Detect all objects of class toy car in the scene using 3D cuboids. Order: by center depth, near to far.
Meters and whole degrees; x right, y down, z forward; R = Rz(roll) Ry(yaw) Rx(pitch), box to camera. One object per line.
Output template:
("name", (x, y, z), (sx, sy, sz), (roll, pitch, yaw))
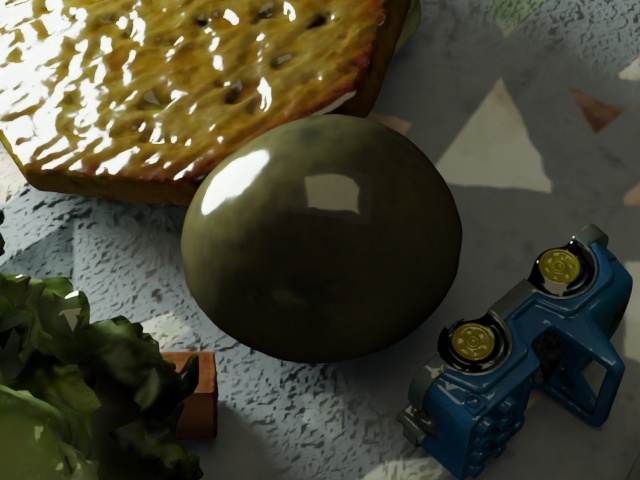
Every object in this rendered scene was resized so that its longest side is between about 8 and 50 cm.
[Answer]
("toy car", (0.142, 0.084, 1.151), (0.191, 0.097, 0.100), (-39, 67, -23))

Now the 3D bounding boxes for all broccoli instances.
("broccoli", (-0.210, 0.139, 0.971), (0.348, 0.281, 0.293), (-12, 79, -31))

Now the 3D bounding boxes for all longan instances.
("longan", (0.000, 0.000, 1.171), (0.187, 0.167, 0.167), (-14, 55, -8))

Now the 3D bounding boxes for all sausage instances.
("sausage", (-0.153, 0.105, 1.164), (0.169, 0.065, 0.065), (-2, 54, -3))

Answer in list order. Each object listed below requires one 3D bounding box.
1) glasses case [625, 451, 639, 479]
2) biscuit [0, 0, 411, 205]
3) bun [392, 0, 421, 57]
("glasses case", (0.205, 0.231, 1.037), (0.128, 0.083, 0.308), (10, 51, 35))
("biscuit", (-0.098, -0.164, 1.328), (0.359, 0.046, 0.359), (-10, 51, 12))
("bun", (0.035, -0.170, 1.363), (0.086, 0.054, 0.086), (1, 40, -1))
